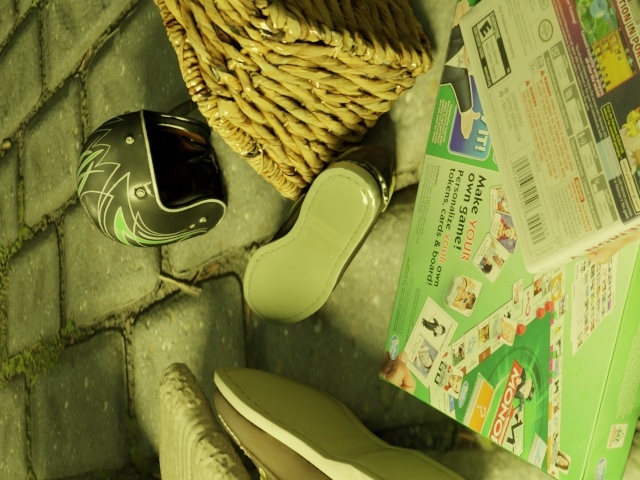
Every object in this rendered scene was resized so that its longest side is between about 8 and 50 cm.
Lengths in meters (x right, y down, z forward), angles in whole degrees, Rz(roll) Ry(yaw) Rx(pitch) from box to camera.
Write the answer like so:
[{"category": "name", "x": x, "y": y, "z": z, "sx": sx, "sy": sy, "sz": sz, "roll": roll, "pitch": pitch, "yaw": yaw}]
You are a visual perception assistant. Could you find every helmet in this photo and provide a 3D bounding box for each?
[{"category": "helmet", "x": -0.204, "y": -0.071, "z": 1.036, "sx": 0.169, "sy": 0.162, "sz": 0.169, "roll": -7, "pitch": 81, "yaw": 54}]

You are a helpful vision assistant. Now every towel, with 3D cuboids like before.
[{"category": "towel", "x": -0.116, "y": 0.286, "z": 0.921, "sx": 0.187, "sy": 0.049, "sz": 0.282, "roll": 48, "pitch": 143, "yaw": 44}]

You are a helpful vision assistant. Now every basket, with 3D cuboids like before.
[{"category": "basket", "x": -0.073, "y": -0.212, "z": 0.822, "sx": 0.223, "sy": 0.214, "sz": 0.299, "roll": -45, "pitch": 52, "yaw": 42}]

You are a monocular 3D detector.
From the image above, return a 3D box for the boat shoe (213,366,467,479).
[{"category": "boat shoe", "x": -0.001, "y": 0.199, "z": 0.771, "sx": 0.324, "sy": 0.117, "sz": 0.096, "roll": 22, "pitch": 103, "yaw": 48}]

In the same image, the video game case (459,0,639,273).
[{"category": "video game case", "x": 0.175, "y": -0.104, "z": 0.552, "sx": 0.183, "sy": 0.023, "sz": 0.201, "roll": -34, "pitch": 58, "yaw": 48}]

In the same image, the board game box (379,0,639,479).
[{"category": "board game box", "x": 0.151, "y": -0.014, "z": 0.633, "sx": 0.213, "sy": 0.046, "sz": 0.317, "roll": 23, "pitch": 105, "yaw": 52}]

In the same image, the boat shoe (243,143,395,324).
[{"category": "boat shoe", "x": 0.000, "y": 0.000, "z": 0.829, "sx": 0.081, "sy": 0.068, "sz": 0.227, "roll": 41, "pitch": 134, "yaw": 2}]
